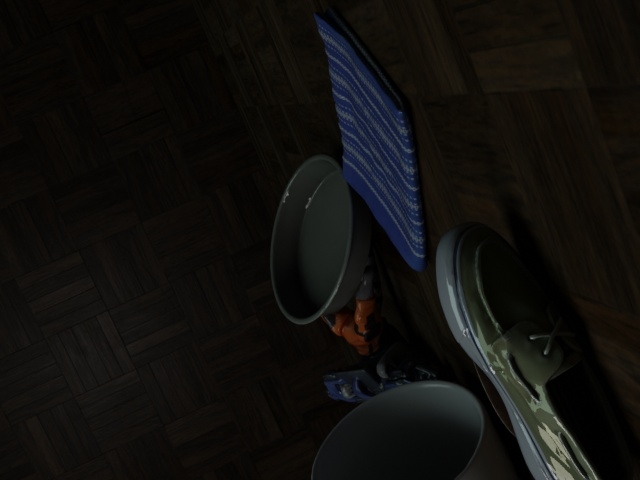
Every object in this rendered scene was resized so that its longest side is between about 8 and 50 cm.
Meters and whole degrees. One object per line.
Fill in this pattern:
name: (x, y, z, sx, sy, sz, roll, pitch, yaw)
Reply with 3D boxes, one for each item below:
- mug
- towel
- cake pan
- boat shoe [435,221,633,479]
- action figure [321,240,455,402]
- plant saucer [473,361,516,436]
mug: (0.136, 0.442, 1.421, 0.328, 0.374, 0.276, 61, -170, -25)
towel: (0.072, -0.129, 1.307, 0.243, 0.040, 0.336, 59, 170, 38)
cake pan: (0.000, 0.000, 1.613, 0.293, 0.054, 0.293, -28, 58, 57)
boat shoe: (0.217, 0.113, 0.926, 0.094, 0.109, 0.302, -23, 95, 58)
action figure: (0.127, 0.178, 1.684, 0.341, 0.178, 0.330, -7, 117, 51)
plant saucer: (0.205, 0.133, 1.029, 0.168, 0.029, 0.168, 50, -155, -34)
